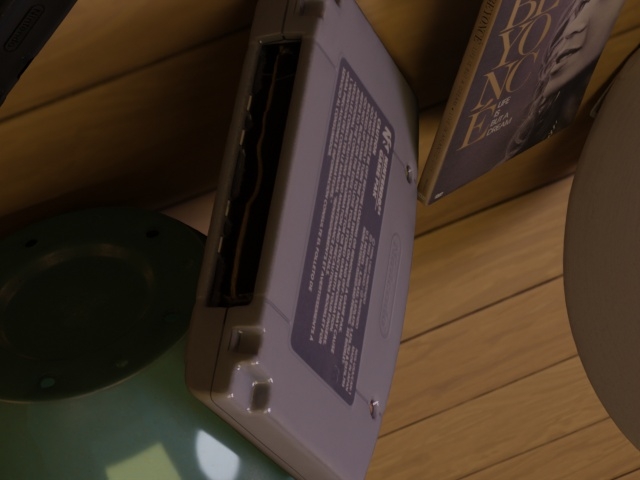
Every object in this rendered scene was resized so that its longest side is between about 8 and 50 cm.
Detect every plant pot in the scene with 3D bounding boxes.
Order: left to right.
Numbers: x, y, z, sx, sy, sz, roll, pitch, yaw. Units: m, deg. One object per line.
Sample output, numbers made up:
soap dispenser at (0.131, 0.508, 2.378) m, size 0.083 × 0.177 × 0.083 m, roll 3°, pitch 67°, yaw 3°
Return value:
plant pot at (-0.136, 0.120, 1.078) m, size 0.293 × 0.293 × 0.235 m, roll -20°, pitch 130°, yaw -7°

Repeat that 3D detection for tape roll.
tape roll at (0.333, -0.008, 1.085) m, size 0.072 × 0.392 × 0.392 m, roll 14°, pitch 129°, yaw -40°

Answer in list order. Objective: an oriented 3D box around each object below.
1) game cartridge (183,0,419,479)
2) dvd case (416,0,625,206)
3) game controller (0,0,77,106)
game cartridge at (0.000, 0.000, 1.007) m, size 0.060 × 0.294 × 0.196 m, roll -5°, pitch 150°, yaw 28°
dvd case at (0.150, -0.132, 1.083) m, size 0.164 × 0.018 × 0.221 m, roll -29°, pitch 150°, yaw -35°
game controller at (-0.217, -0.151, 0.876) m, size 0.166 × 0.067 × 0.319 m, roll 25°, pitch 122°, yaw -30°
